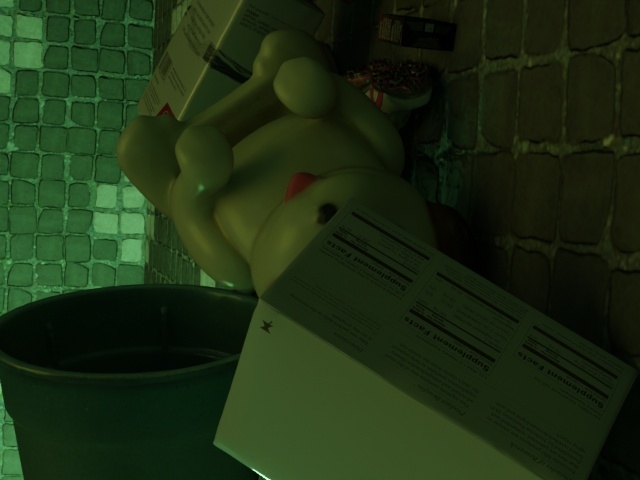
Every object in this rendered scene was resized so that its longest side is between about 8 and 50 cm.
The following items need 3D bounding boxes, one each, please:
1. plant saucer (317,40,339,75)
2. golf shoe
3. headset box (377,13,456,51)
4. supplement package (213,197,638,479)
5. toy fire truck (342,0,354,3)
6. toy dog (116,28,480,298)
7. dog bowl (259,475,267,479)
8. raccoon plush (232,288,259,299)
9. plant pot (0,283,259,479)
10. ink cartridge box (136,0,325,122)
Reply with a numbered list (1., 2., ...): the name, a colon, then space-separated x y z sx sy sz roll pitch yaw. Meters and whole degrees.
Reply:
1. plant saucer: -0.053 -0.141 1.601 0.332 0.084 0.332 -179 90 -72
2. golf shoe: 0.088 -0.163 1.211 0.186 0.067 0.086 -144 33 -70
3. headset box: 0.103 -0.230 1.150 0.083 0.062 0.032 -140 55 -67
4. supplement package: 0.073 0.135 0.836 0.145 0.262 0.204 -47 -16 -42
5. toy fire truck: 0.024 -0.442 1.261 0.302 0.169 0.254 -137 70 -79
6. toy dog: -0.016 -0.004 1.137 0.408 0.284 0.395 43 156 62
7. dog bowl: -0.203 0.450 1.691 0.408 0.150 0.408 16 110 52
8. raccoon plush: -0.162 0.138 1.500 0.446 0.216 0.299 16 103 32
9. plant pot: -0.209 0.256 1.241 0.341 0.341 0.334 -143 51 -69
10. ink cartridge box: -0.128 -0.241 1.411 0.273 0.114 0.197 -59 29 18
